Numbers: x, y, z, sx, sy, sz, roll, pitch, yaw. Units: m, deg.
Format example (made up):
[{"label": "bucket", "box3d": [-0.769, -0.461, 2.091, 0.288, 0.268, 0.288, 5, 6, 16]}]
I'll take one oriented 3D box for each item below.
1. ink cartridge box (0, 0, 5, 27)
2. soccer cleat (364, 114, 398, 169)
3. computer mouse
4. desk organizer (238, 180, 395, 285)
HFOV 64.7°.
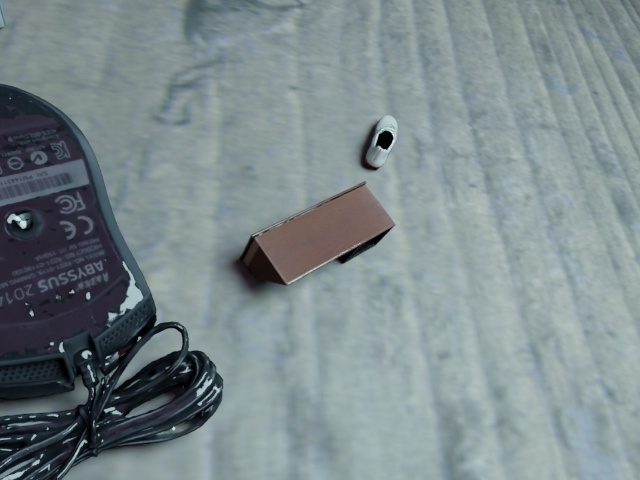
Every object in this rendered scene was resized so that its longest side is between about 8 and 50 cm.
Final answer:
[{"label": "ink cartridge box", "box3d": [-0.429, -0.320, 0.462, 0.186, 0.065, 0.311, -15, 65, -29]}, {"label": "soccer cleat", "box3d": [0.071, -0.112, 0.547, 0.029, 0.035, 0.083, 28, 54, -4]}, {"label": "computer mouse", "box3d": [-0.198, 0.026, 0.340, 0.189, 0.072, 0.272, -17, 80, -32]}, {"label": "desk organizer", "box3d": [0.000, 0.000, 0.443, 0.130, 0.047, 0.050, -28, 76, -33]}]
